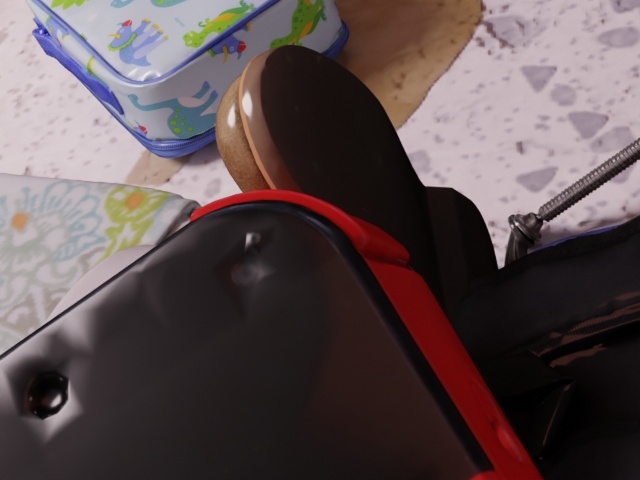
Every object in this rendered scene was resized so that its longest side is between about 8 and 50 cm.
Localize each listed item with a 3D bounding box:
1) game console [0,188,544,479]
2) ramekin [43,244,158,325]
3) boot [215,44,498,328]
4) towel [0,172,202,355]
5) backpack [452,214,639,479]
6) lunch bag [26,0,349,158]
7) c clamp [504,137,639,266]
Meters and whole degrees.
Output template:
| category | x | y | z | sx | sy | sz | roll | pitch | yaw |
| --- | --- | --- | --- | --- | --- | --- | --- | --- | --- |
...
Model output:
| category | x | y | z | sx | sy | sz | roll | pitch | yaw |
| --- | --- | --- | --- | --- | --- | --- | --- | --- | --- |
| game console | -0.078 | 0.194 | 0.625 | 0.387 | 0.060 | 0.342 | -35 | 61 | 9 |
| ramekin | -0.059 | 0.113 | 0.807 | 0.109 | 0.207 | 0.207 | 14 | 54 | 22 |
| boot | 0.000 | 0.000 | 0.830 | 0.115 | 0.305 | 0.112 | -11 | 69 | 17 |
| towel | -0.266 | 0.090 | 1.008 | 0.375 | 0.090 | 0.320 | 7 | 48 | 30 |
| backpack | 0.189 | 0.095 | 0.700 | 0.263 | 0.213 | 0.276 | -4 | 42 | 9 |
| lunch bag | -0.101 | -0.161 | 1.176 | 0.176 | 0.090 | 0.219 | -36 | 43 | -13 |
| c clamp | 0.163 | -0.023 | 0.940 | 0.161 | 0.022 | 0.137 | -40 | 40 | 14 |
